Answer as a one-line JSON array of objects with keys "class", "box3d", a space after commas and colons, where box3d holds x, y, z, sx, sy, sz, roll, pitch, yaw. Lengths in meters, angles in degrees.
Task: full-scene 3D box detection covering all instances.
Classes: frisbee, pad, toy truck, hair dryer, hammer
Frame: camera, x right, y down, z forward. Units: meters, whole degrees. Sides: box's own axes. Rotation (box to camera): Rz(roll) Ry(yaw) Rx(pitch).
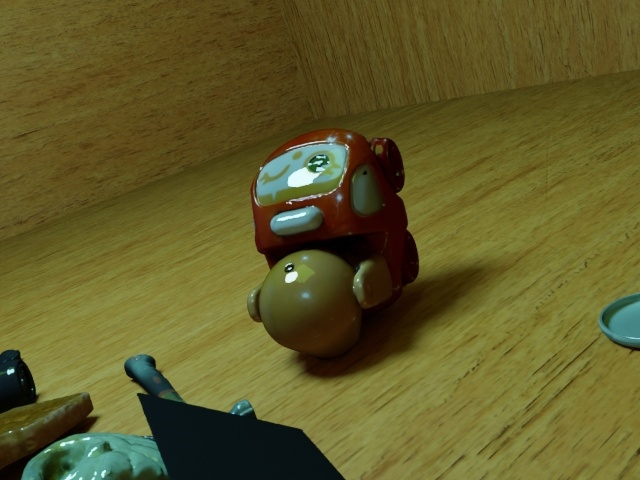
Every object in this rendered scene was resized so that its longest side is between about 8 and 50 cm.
[{"class": "frisbee", "box3d": [0.327, 0.075, 0.680, 0.110, 0.014, 0.110, -14, 15, 4]}, {"class": "pad", "box3d": [-0.042, 0.178, 0.539, 0.170, 0.006, 0.245, 19, 1, -24]}, {"class": "toy truck", "box3d": [0.000, 0.000, 0.852, 0.189, 0.264, 0.239, -11, 6, 24]}, {"class": "hair dryer", "box3d": [-0.459, 0.191, 1.022, 0.128, 0.070, 0.255, -17, 11, -4]}, {"class": "hammer", "box3d": [-0.174, 0.179, 0.808, 0.111, 0.033, 0.288, -23, 16, -23]}]

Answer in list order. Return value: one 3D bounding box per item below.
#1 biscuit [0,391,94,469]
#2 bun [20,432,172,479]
[{"class": "biscuit", "box3d": [-0.401, 0.238, 0.773, 0.306, 0.043, 0.284, -16, 2, -26]}, {"class": "bun", "box3d": [-0.172, 0.216, 0.504, 0.204, 0.126, 0.212, -19, 16, -2]}]
